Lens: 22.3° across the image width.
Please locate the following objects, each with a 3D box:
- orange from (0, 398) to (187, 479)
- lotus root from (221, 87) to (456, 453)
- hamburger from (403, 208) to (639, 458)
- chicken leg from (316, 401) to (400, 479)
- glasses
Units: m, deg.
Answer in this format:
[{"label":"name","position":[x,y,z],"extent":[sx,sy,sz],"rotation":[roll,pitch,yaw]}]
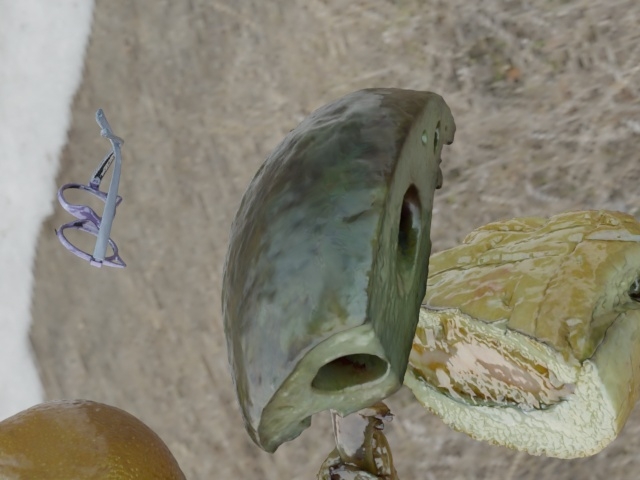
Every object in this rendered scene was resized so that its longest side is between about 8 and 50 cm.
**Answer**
[{"label":"orange","position":[-0.239,0.283,1.538],"extent":[0.264,0.264,0.264],"rotation":[20,119,40]},{"label":"lotus root","position":[0.000,-0.004,1.279],"extent":[0.210,0.314,0.142],"rotation":[-16,137,19]},{"label":"hamburger","position":[0.217,0.072,1.481],"extent":[0.330,0.209,0.162],"rotation":[6,127,62]},{"label":"chicken leg","position":[0.000,0.312,1.689],"extent":[0.295,0.182,0.409],"rotation":[2,127,8]},{"label":"glasses","position":[-0.178,-0.053,1.377],"extent":[0.103,0.062,0.140],"rotation":[-63,20,22]}]
